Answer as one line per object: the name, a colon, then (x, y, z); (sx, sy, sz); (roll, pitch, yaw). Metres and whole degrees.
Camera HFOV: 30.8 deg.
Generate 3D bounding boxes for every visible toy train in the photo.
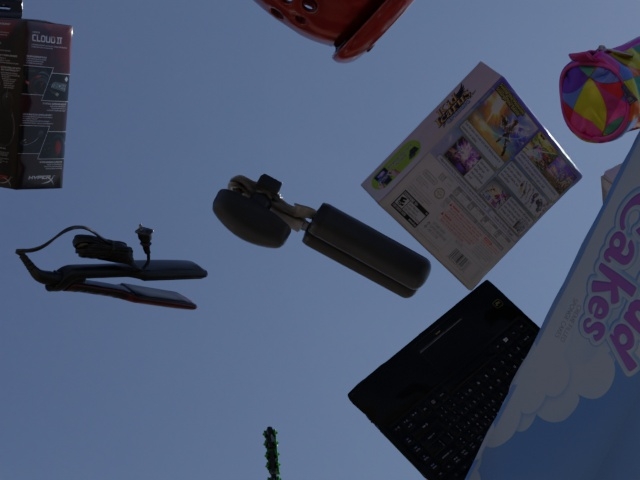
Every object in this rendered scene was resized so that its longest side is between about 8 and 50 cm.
toy train: (-0.052, 0.248, 1.293); (0.017, 0.083, 0.024); (-8, -29, 3)

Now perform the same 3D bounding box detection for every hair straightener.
hair straightener: (-0.214, 0.018, 1.231); (0.230, 0.089, 0.047); (13, 13, -41)

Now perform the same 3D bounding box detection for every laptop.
laptop: (0.204, 0.167, 1.275); (0.234, 0.264, 0.136); (-36, -24, -21)

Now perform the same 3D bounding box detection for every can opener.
can opener: (0.000, 0.000, 1.451); (0.280, 0.093, 0.074); (25, -22, -3)

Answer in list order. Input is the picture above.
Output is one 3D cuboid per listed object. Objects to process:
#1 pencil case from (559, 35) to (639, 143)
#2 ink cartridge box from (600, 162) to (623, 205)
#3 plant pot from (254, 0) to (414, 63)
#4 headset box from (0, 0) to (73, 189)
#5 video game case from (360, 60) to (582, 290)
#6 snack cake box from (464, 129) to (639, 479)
pencil case: (0.357, -0.178, 1.232); (0.236, 0.104, 0.104); (-22, -16, -34)
ink cartridge box: (0.419, -0.039, 1.493); (0.099, 0.056, 0.135); (-26, -51, -12)
plant pot: (0.024, -0.328, 1.453); (0.174, 0.191, 0.191); (43, -42, -9)
headset box: (-0.516, -0.238, 1.856); (0.218, 0.293, 0.110); (9, 8, 31)
video game case: (0.225, -0.087, 1.689); (0.244, 0.061, 0.269); (-45, -48, 4)
snack cake box: (0.150, 0.082, 0.445); (0.152, 0.089, 0.264); (16, -76, -33)
